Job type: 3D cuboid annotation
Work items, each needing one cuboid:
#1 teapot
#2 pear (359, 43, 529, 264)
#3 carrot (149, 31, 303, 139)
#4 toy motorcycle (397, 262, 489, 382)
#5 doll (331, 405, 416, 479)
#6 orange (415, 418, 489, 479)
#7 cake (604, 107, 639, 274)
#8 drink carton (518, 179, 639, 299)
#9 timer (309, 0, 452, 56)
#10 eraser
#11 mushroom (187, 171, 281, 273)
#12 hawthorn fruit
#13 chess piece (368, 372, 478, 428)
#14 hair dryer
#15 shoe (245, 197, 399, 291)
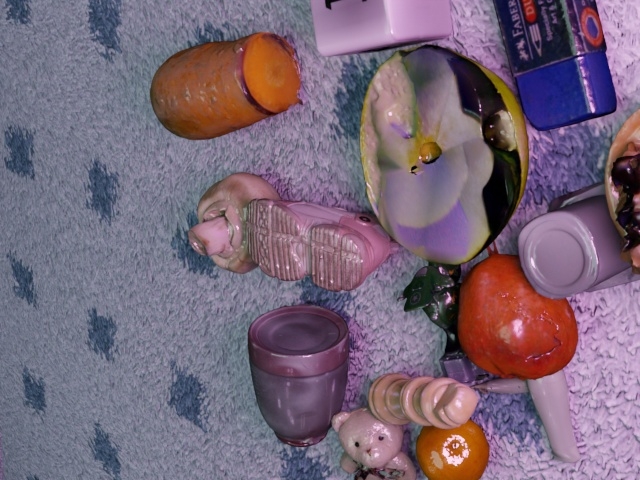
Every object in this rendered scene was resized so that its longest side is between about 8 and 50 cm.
[{"bbox_3d":[-0.063,0.323,2.020,0.315,0.233,0.312,-127,33,-60],"label":"teapot"},{"bbox_3d":[0.249,-0.167,1.549,0.399,0.165,0.398,28,127,46],"label":"pear"},{"bbox_3d":[-0.231,-0.352,1.949,0.341,0.224,0.224,-3,100,42],"label":"carrot"},{"bbox_3d":[0.254,0.157,1.652,0.125,0.187,0.274,-19,91,46],"label":"toy motorcycle"},{"bbox_3d":[0.128,0.517,1.933,0.175,0.149,0.278,-12,111,4],"label":"doll"},{"bbox_3d":[0.275,0.438,1.755,0.154,0.155,0.134,51,174,21],"label":"orange"},{"bbox_3d":[0.546,-0.069,1.200,0.332,0.321,0.332,16,115,39],"label":"cake"},{"bbox_3d":[0.444,0.000,1.421,0.191,0.190,0.185,-20,83,45],"label":"drink carton"},{"bbox_3d":[0.110,-0.462,1.596,0.195,0.192,0.194,-1,102,45],"label":"timer"},{"bbox_3d":[0.385,-0.356,1.422,0.155,0.102,0.331,-11,94,47],"label":"eraser"},{"bbox_3d":[-0.217,-0.035,2.024,0.254,0.234,0.260,26,120,41],"label":"mushroom"},{"bbox_3d":[0.345,0.111,1.535,0.211,0.211,0.298,-29,63,45],"label":"hawthorn fruit"},{"bbox_3d":[0.210,0.323,1.681,0.397,0.117,0.117,152,99,-73],"label":"chess piece"},{"bbox_3d":[0.394,0.324,1.668,0.237,0.075,0.206,0,109,53],"label":"hair dryer"},{"bbox_3d":[-0.001,0.003,1.844,0.351,0.198,0.171,24,116,34],"label":"shoe"}]
